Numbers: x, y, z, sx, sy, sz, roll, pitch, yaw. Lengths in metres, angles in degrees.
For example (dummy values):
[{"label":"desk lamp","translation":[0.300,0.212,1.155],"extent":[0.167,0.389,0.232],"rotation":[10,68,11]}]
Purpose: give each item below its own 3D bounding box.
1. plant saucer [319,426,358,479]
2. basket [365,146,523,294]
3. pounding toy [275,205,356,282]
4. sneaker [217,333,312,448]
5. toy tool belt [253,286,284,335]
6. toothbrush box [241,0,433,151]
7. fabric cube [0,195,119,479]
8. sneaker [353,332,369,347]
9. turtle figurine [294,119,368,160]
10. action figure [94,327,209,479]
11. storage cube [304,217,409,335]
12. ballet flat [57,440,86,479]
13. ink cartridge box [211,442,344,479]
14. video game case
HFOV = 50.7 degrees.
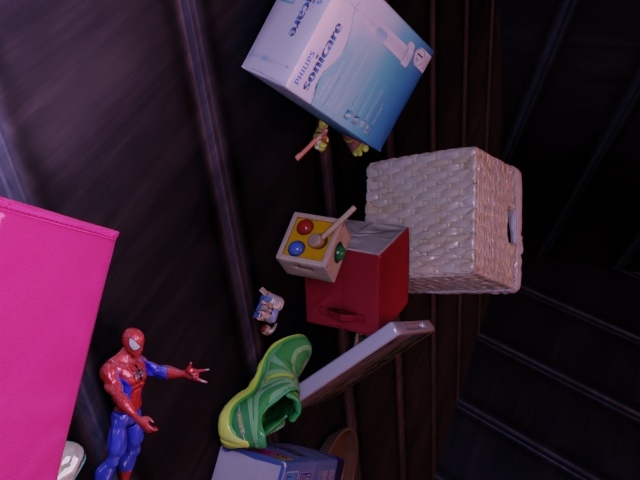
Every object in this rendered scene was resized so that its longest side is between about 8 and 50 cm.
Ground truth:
[{"label":"plant saucer","translation":[0.030,0.629,1.791],"extent":[0.278,0.041,0.278],"rotation":[10,90,-67]},{"label":"basket","translation":[0.308,-0.039,1.698],"extent":[0.266,0.331,0.328],"rotation":[15,75,-52]},{"label":"pounding toy","translation":[0.000,0.000,1.353],"extent":[0.130,0.141,0.100],"rotation":[-69,153,-23]},{"label":"sneaker","translation":[-0.081,0.301,1.315],"extent":[0.295,0.123,0.109],"rotation":[-51,143,-48]},{"label":"toy tool belt","translation":[-0.108,0.135,1.295],"extent":[0.051,0.052,0.083],"rotation":[33,62,-30]},{"label":"toothbrush box","translation":[0.040,-0.319,1.188],"extent":[0.295,0.126,0.216],"rotation":[21,98,-52]},{"label":"fabric cube","translation":[-0.347,0.075,0.483],"extent":[0.259,0.254,0.258],"rotation":[25,77,-65]},{"label":"sneaker","translation":[0.144,0.249,1.843],"extent":[0.081,0.080,0.211],"rotation":[69,37,-54]},{"label":"turtle figurine","translation":[0.044,-0.259,1.415],"extent":[0.270,0.087,0.217],"rotation":[-61,147,-3]},{"label":"action figure","translation":[-0.242,0.263,0.942],"extent":[0.091,0.139,0.281],"rotation":[-15,110,-65]},{"label":"storage cube","translation":[0.084,0.074,1.518],"extent":[0.215,0.183,0.193],"rotation":[-38,131,-55]},{"label":"ballet flat","translation":[-0.352,0.329,0.837],"extent":[0.052,0.057,0.168],"rotation":[38,57,-32]},{"label":"ink cartridge box","translation":[-0.086,0.562,1.385],"extent":[0.395,0.151,0.270],"rotation":[38,65,-65]},{"label":"video game case","translation":[0.079,0.277,1.502],"extent":[0.036,0.329,0.300],"rotation":[58,17,18]}]
